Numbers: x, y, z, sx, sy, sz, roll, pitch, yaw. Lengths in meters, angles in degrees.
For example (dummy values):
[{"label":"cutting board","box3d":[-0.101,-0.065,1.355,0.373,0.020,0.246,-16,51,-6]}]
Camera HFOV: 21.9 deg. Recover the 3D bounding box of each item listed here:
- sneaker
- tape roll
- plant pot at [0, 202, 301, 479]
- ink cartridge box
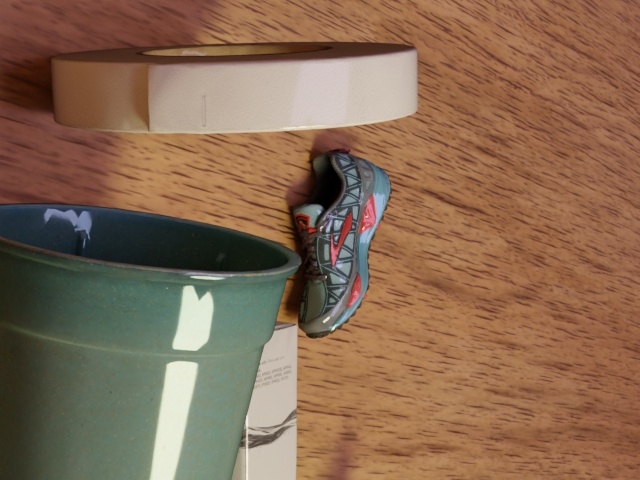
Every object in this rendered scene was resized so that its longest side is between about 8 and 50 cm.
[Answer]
[{"label":"sneaker","box3d":[0.000,0.000,2.193,0.125,0.104,0.262,31,63,-36]},{"label":"tape roll","box3d":[-0.090,-0.166,1.740,0.392,0.392,0.072,-15,106,-56]},{"label":"plant pot","box3d":[-0.213,0.155,1.677,0.341,0.341,0.334,-5,107,-57]},{"label":"ink cartridge box","box3d":[-0.136,0.221,1.891,0.114,0.197,0.273,-12,104,-58]}]
